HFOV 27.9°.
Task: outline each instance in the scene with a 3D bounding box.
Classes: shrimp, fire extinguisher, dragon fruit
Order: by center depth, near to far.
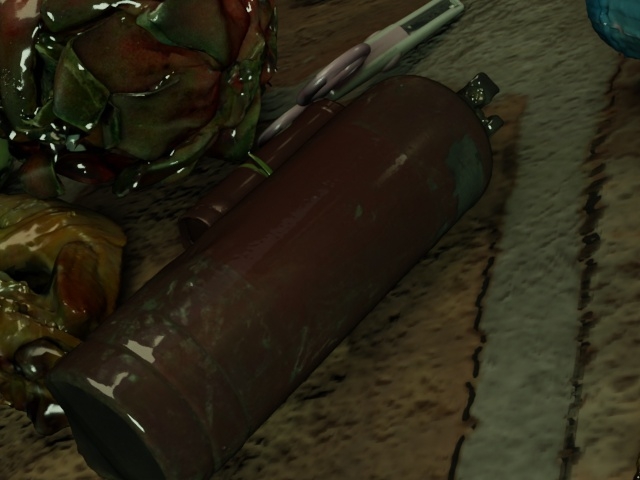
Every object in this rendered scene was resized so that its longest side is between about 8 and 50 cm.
[{"bbox_3d":[0.000,0.000,0.542,0.268,0.072,0.089,-44,1,-33],"label":"fire extinguisher"},{"bbox_3d":[-0.151,0.029,0.622,0.145,0.061,0.267,-27,24,-26],"label":"shrimp"},{"bbox_3d":[-0.016,-0.036,0.644,0.132,0.039,0.056,-43,10,-32],"label":"fire extinguisher"},{"bbox_3d":[-0.107,-0.109,0.703,0.182,0.182,0.188,-22,19,4],"label":"dragon fruit"}]

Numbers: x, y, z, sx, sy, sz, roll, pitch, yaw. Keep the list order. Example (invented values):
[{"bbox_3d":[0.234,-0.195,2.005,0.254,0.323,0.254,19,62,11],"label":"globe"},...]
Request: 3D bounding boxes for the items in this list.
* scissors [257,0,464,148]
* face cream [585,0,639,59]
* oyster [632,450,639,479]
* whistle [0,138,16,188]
[{"bbox_3d":[0.032,-0.106,0.734,0.176,0.022,0.085,-39,-4,-41],"label":"scissors"},{"bbox_3d":[0.208,-0.062,0.463,0.163,0.080,0.336,-25,27,-9],"label":"face cream"},{"bbox_3d":[0.132,0.056,0.385,0.083,0.019,0.054,-23,29,-2],"label":"oyster"},{"bbox_3d":[-0.279,-0.024,0.751,0.106,0.131,0.288,31,56,22],"label":"whistle"}]
